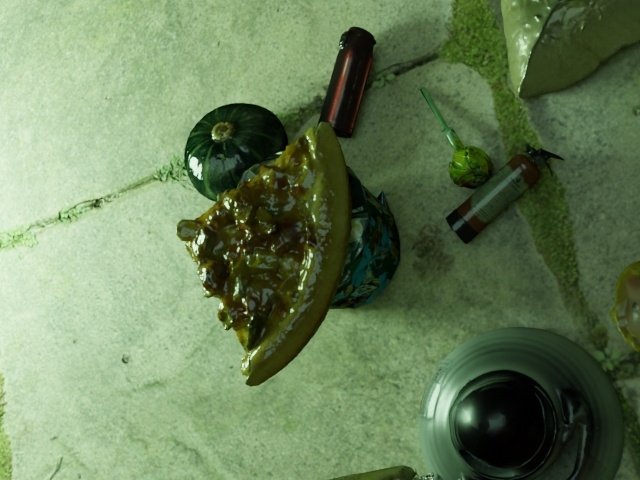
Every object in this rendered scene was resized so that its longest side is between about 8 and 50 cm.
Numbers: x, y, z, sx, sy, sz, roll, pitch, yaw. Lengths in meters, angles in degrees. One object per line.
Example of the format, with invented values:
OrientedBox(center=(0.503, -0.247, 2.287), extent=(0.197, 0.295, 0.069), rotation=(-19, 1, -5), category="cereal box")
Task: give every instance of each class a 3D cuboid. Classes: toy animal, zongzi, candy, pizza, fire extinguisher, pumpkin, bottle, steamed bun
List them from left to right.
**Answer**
OrientedBox(center=(-0.131, -0.134, 1.641), extent=(0.167, 0.125, 0.167), rotation=(-3, 62, 5), category="pumpkin")
OrientedBox(center=(-0.041, 0.015, 1.389), extent=(0.268, 0.087, 0.257), rotation=(-35, 69, 14), category="pizza")
OrientedBox(center=(0.041, -0.242, 1.619), extent=(0.060, 0.060, 0.164), rotation=(12, 83, 28), category="bottle")
OrientedBox(center=(0.085, 0.402, 1.452), extent=(0.189, 0.081, 0.178), rotation=(-14, 90, 13), category="zongzi")
OrientedBox(center=(0.187, -0.152, 1.539), extent=(0.062, 0.058, 0.193), rotation=(-14, 56, -20), category="candy")
OrientedBox(center=(0.255, -0.069, 1.480), extent=(0.177, 0.050, 0.062), rotation=(-42, 105, 12), category="fire extinguisher")
OrientedBox(center=(0.348, -0.328, 1.461), extent=(0.213, 0.110, 0.231), rotation=(-10, 77, 23), category="steamed bun")
OrientedBox(center=(0.455, 0.038, 1.314), extent=(0.156, 0.156, 0.229), rotation=(32, 104, 28), category="toy animal")

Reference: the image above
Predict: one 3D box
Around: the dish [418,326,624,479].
OrientedBox(center=(0.239, 0.240, 1.370), extent=(0.274, 0.134, 0.273), rotation=(-5, 77, 25), category="dish")

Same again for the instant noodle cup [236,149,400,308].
OrientedBox(center=(0.000, 0.000, 1.515), extent=(0.240, 0.178, 0.240), rotation=(-6, 76, 25), category="instant noodle cup")
